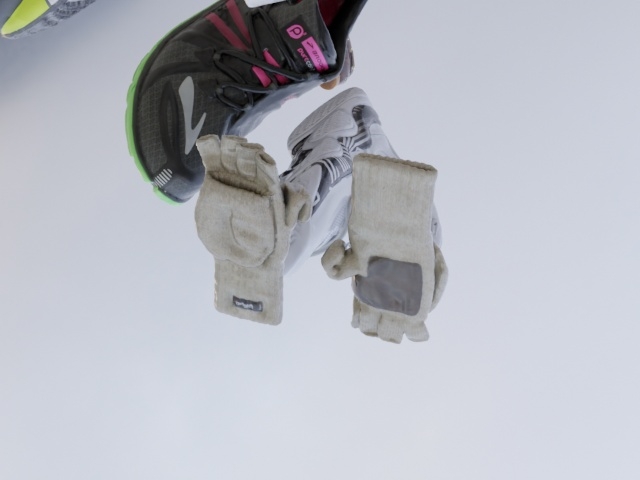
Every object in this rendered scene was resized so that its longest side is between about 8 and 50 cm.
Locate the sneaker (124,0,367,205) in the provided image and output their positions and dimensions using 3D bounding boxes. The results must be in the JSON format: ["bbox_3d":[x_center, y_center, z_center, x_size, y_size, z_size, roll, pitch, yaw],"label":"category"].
[{"bbox_3d":[-0.089,-0.255,1.314,0.202,0.185,0.483,5,-125,51],"label":"sneaker"}]

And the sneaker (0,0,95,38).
[{"bbox_3d":[-0.127,-0.254,0.535,0.300,0.121,0.111,-60,-174,14],"label":"sneaker"}]

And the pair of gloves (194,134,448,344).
[{"bbox_3d":[0.000,0.000,0.885,0.240,0.204,0.042,7,-143,20],"label":"pair of gloves"}]

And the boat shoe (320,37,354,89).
[{"bbox_3d":[0.007,-0.357,1.592,0.073,0.207,0.073,13,-141,38],"label":"boat shoe"}]

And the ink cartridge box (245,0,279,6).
[{"bbox_3d":[0.065,-0.345,0.879,0.261,0.066,0.296,-9,-135,19],"label":"ink cartridge box"}]

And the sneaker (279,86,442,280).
[{"bbox_3d":[0.035,-0.022,1.125,0.137,0.210,0.366,-30,-160,32],"label":"sneaker"}]
